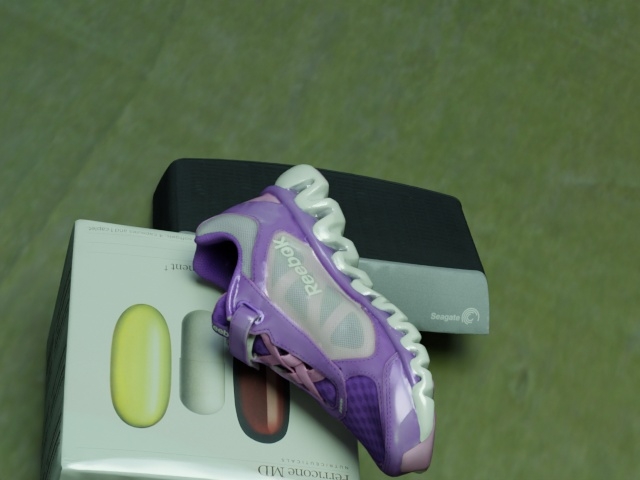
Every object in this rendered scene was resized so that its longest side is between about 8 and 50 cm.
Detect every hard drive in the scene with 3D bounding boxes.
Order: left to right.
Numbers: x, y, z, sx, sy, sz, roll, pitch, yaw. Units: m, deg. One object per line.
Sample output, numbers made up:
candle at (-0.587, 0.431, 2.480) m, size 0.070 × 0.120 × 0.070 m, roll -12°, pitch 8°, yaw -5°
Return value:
hard drive at (0.000, 0.000, 1.318) m, size 0.254 × 0.054 × 0.172 m, roll 8°, pitch 28°, yaw -9°

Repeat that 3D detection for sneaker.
sneaker at (-0.010, 0.058, 1.077) m, size 0.104 × 0.095 × 0.236 m, roll -15°, pitch 52°, yaw -22°

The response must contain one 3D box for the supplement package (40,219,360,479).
supplement package at (-0.086, 0.118, 1.158) m, size 0.194 × 0.149 × 0.203 m, roll 7°, pitch 48°, yaw -12°
